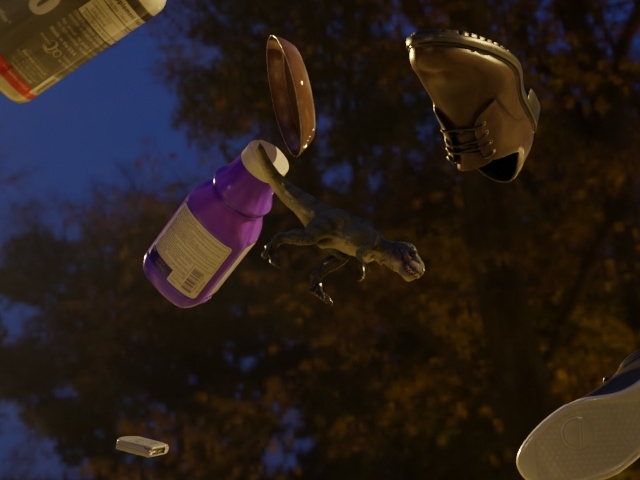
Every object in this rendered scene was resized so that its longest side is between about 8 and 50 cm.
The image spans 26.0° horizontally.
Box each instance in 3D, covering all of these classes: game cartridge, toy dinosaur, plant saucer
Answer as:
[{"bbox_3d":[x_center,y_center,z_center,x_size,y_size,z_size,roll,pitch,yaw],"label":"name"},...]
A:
[{"bbox_3d":[-0.246,0.281,1.898,0.056,0.017,0.083,16,-1,14],"label":"game cartridge"},{"bbox_3d":[0.000,0.000,1.698,0.268,0.118,0.064,34,-4,16],"label":"toy dinosaur"},{"bbox_3d":[-0.038,-0.198,1.884,0.029,0.168,0.168,-12,-22,-11],"label":"plant saucer"}]

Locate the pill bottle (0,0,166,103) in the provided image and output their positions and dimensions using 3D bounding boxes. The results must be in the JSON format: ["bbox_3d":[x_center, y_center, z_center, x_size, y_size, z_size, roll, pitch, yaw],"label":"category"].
[{"bbox_3d":[-0.286,-0.303,1.639,0.283,0.161,0.161,-34,-27,4],"label":"pill bottle"}]

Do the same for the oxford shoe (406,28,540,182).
[{"bbox_3d":[0.140,-0.116,1.245,0.083,0.096,0.227,0,-21,32],"label":"oxford shoe"}]

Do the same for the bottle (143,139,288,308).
[{"bbox_3d":[-0.146,-0.026,1.992,0.283,0.118,0.092,-51,-10,33],"label":"bottle"}]

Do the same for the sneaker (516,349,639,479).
[{"bbox_3d":[0.376,0.229,1.797,0.296,0.104,0.147,-30,-4,-7],"label":"sneaker"}]
